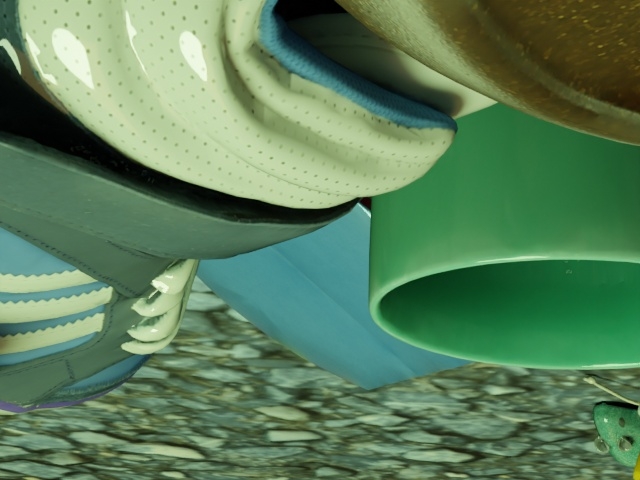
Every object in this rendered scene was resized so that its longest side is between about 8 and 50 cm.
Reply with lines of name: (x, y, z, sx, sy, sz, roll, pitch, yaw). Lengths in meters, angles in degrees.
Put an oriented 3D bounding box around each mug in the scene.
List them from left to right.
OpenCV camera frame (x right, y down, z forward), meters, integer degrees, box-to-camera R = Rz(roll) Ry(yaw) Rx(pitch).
mug: (0.095, -0.021, 0.602, 0.157, 0.097, 0.129, -2, 160, 13)

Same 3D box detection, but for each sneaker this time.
sneaker: (-0.037, -0.024, 0.561, 0.236, 0.130, 0.323, 2, 156, 18)

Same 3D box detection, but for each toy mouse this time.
toy mouse: (0.221, 0.119, 1.099, 0.161, 0.031, 0.143, 4, 161, -4)

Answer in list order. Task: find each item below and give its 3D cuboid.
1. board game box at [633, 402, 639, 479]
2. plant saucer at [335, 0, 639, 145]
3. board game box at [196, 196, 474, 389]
board game box: (0.391, 0.122, 0.816, 0.390, 0.050, 0.390, 27, 152, -8)
plant saucer: (0.130, -0.096, 0.341, 0.310, 0.050, 0.311, -7, 152, -4)
board game box: (0.000, 0.000, 0.725, 0.133, 0.033, 0.168, 41, 157, -10)
